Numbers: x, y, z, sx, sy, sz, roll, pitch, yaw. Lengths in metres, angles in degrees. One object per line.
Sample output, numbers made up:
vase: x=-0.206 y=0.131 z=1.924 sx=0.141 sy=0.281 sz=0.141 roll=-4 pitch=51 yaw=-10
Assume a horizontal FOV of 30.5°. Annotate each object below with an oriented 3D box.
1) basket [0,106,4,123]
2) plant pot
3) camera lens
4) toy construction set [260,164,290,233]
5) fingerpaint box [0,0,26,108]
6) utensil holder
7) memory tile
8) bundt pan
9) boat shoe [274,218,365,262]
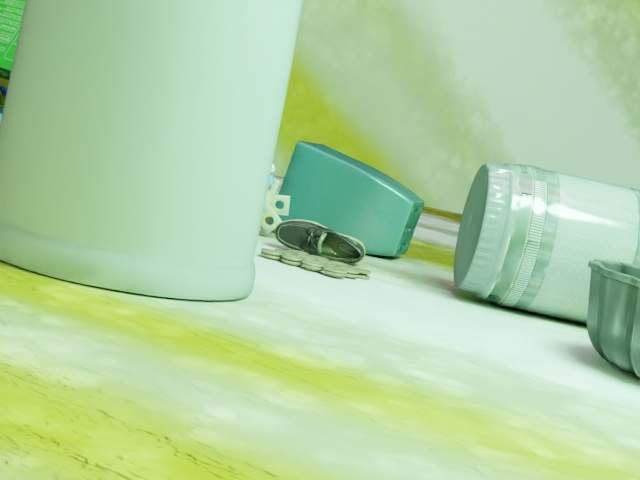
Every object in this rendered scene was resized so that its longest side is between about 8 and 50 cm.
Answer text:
basket: x=-0.640 y=-0.222 z=1.938 sx=0.254 sy=0.201 sz=0.289 roll=13 pitch=12 yaw=28
plant pot: x=0.058 y=-0.062 z=2.151 sx=0.234 sy=0.166 sz=0.165 roll=22 pitch=8 yaw=14
camera lens: x=0.361 y=0.007 z=1.790 sx=0.274 sy=0.219 sz=0.219 roll=12 pitch=6 yaw=-3
toy construction set: x=-0.156 y=-0.085 z=1.912 sx=0.215 sy=0.151 sz=0.327 roll=-11 pitch=-5 yaw=6
fingerpaint box: x=-0.489 y=-0.271 z=2.119 sx=0.444 sy=0.163 sz=0.371 roll=19 pitch=-21 yaw=19
utensil holder: x=-0.199 y=-0.155 z=1.350 sx=0.327 sy=0.386 sz=0.327 roll=13 pitch=7 yaw=-1
memory tile: x=-0.007 y=0.035 z=1.764 sx=0.148 sy=0.012 sz=0.113 roll=15 pitch=6 yaw=29
bundt pan: x=0.477 y=0.120 z=1.429 sx=0.330 sy=0.124 sz=0.331 roll=12 pitch=6 yaw=-1
boat shoe: x=0.000 y=0.000 z=1.895 sx=0.152 sy=0.056 sz=0.049 roll=13 pitch=1 yaw=0
